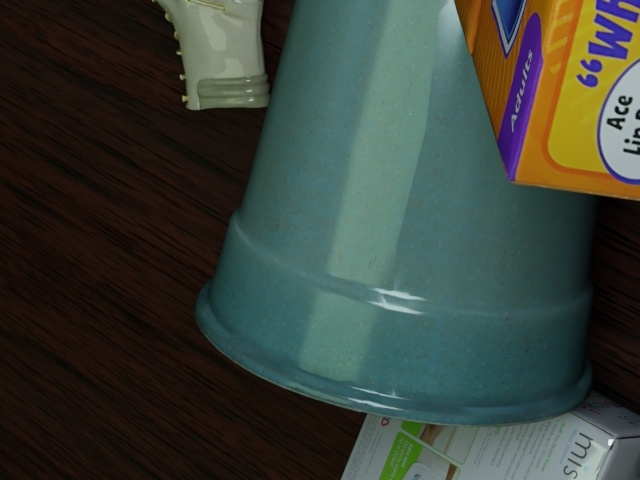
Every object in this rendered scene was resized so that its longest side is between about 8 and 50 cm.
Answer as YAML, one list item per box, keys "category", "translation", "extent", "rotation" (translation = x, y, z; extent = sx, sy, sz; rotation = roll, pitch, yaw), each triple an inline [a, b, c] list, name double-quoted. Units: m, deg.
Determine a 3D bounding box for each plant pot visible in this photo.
- category: "plant pot"
  translation: [0.091, -0.071, 1.196]
  extent: [0.341, 0.341, 0.334]
  rotation: [24, 112, 35]

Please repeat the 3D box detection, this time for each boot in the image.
- category: "boot"
  translation: [-0.136, -0.218, 1.512]
  extent: [0.213, 0.077, 0.165]
  rotation: [12, 115, 39]

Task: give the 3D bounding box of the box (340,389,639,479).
- category: "box"
  translation: [0.144, 0.236, 1.321]
  extent: [0.231, 0.127, 0.262]
  rotation: [27, 102, 32]

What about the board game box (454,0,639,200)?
- category: "board game box"
  translation: [0.291, -0.236, 0.807]
  extent: [0.356, 0.356, 0.356]
  rotation: [8, 117, -5]
